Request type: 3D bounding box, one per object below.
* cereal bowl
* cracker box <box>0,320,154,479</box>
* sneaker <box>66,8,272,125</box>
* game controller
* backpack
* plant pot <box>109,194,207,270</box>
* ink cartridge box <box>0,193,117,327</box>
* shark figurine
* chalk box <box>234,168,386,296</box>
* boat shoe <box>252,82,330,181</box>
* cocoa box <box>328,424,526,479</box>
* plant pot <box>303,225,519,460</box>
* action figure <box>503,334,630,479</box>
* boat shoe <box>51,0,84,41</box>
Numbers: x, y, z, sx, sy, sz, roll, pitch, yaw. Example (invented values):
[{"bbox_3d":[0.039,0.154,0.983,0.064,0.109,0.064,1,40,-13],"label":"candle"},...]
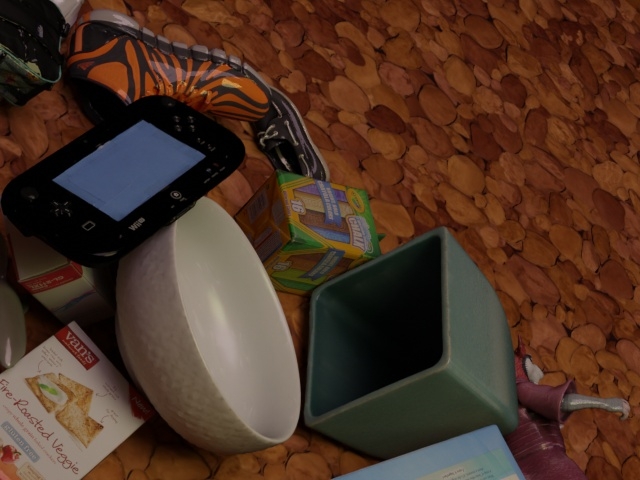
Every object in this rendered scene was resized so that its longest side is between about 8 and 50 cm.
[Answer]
[{"bbox_3d":[-0.159,0.120,1.686,0.339,0.141,0.339,56,20,-34],"label":"cereal bowl"},{"bbox_3d":[-0.325,0.217,1.562,0.155,0.067,0.232,48,39,1],"label":"cracker box"},{"bbox_3d":[-0.231,-0.208,1.973,0.321,0.124,0.180,18,51,-15],"label":"sneaker"},{"bbox_3d":[-0.230,-0.077,1.593,0.166,0.067,0.319,24,40,21],"label":"game controller"},{"bbox_3d":[-0.454,-0.287,1.797,0.188,0.144,0.165,42,36,-43],"label":"backpack"},{"bbox_3d":[-0.235,-0.083,1.802,0.201,0.180,0.201,23,44,-25],"label":"plant pot"},{"bbox_3d":[-0.324,0.020,1.650,0.175,0.072,0.127,65,5,-64],"label":"ink cartridge box"},{"bbox_3d":[-0.434,0.021,1.585,0.278,0.116,0.166,35,27,3],"label":"shark figurine"},{"bbox_3d":[0.000,0.000,1.976,0.213,0.132,0.132,12,50,-33],"label":"chalk box"},{"bbox_3d":[-0.064,-0.164,2.101,0.206,0.075,0.065,56,37,3],"label":"boat shoe"},{"bbox_3d":[0.100,0.406,1.652,0.347,0.228,0.231,-9,64,-45],"label":"cocoa box"},{"bbox_3d":[0.154,0.181,1.888,0.252,0.248,0.247,40,37,-33],"label":"plant pot"},{"bbox_3d":[0.311,0.322,1.981,0.276,0.248,0.370,-11,64,-16],"label":"action figure"},{"bbox_3d":[-0.390,-0.399,2.001,0.095,0.084,0.258,27,44,-23],"label":"boat shoe"}]
